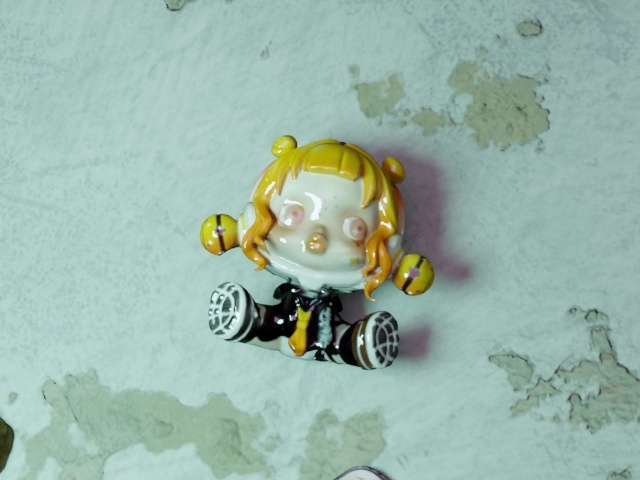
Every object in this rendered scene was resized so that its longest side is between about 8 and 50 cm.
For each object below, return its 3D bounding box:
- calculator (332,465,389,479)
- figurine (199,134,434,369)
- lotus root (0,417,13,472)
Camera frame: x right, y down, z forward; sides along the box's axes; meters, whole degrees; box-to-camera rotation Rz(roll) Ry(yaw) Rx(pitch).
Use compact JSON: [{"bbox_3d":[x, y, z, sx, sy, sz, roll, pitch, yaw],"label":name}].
[{"bbox_3d":[0.027,0.427,1.357,0.268,0.040,0.177,-44,74,-6],"label":"calculator"},{"bbox_3d":[-0.001,0.002,1.398,0.320,0.196,0.323,13,83,1],"label":"figurine"},{"bbox_3d":[-0.511,0.291,1.453,0.122,0.081,0.112,38,90,15],"label":"lotus root"}]
